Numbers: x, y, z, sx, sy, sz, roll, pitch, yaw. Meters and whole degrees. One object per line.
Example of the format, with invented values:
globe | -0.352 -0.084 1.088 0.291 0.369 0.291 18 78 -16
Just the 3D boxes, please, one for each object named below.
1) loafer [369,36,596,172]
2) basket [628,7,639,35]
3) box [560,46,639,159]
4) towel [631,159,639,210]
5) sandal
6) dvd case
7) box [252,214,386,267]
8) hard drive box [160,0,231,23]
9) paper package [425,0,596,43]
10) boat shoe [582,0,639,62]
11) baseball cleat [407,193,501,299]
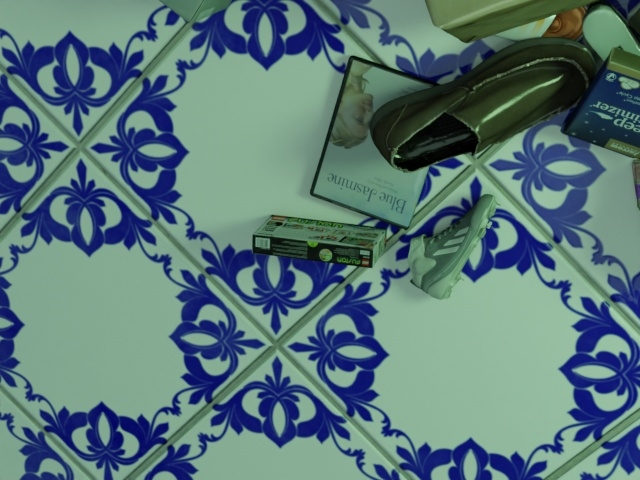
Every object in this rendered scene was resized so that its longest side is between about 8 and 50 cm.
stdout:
loafer | 0.255 -0.188 1.831 0.366 0.130 0.134 -23 128 18
basket | 0.579 -0.302 1.725 0.227 0.154 0.204 39 96 5
box | 0.456 -0.190 1.777 0.137 0.036 0.225 19 152 -1
towel | 0.528 -0.091 1.881 0.060 0.009 0.083 -6 107 16
sandal | 0.280 -0.358 1.822 0.265 0.076 0.101 21 112 8
dvd case | 0.098 -0.160 1.967 0.180 0.022 0.253 20 112 8
box | 0.000 0.000 1.998 0.207 0.114 0.036 7 110 13
hard drive box | -0.246 -0.457 1.875 0.232 0.181 0.089 37 113 2
paper package | 0.274 -0.483 1.692 0.310 0.168 0.324 -16 85 19
boat shoe | 0.472 -0.270 1.800 0.078 0.070 0.219 -26 109 27
baseball cleat | 0.210 -0.001 1.965 0.109 0.072 0.205 30 109 11
